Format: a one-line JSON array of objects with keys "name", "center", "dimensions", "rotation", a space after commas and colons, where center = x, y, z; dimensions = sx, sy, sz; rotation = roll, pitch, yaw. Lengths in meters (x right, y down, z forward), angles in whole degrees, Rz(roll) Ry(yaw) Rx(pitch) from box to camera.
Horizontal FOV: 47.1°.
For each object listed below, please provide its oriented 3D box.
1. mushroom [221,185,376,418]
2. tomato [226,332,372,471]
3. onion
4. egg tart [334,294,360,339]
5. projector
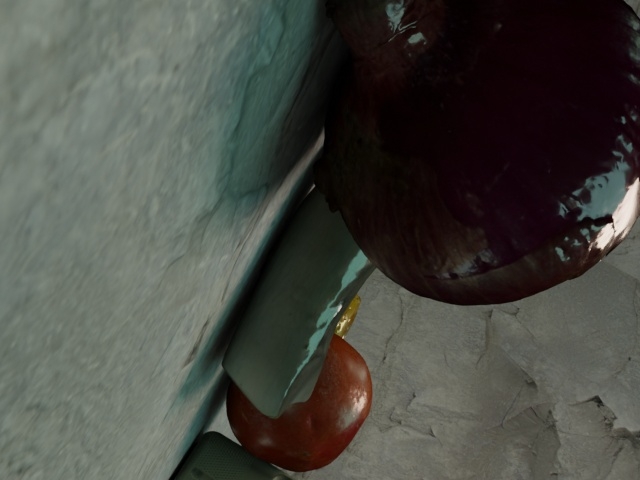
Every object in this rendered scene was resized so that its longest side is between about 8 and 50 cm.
[{"name": "mushroom", "center": [0.012, 0.023, 0.923], "dimensions": [0.397, 0.126, 0.177], "rotation": [-64, 160, 4]}, {"name": "tomato", "center": [-0.033, 0.245, 1.119], "dimensions": [0.232, 0.231, 0.189], "rotation": [-65, -148, 31]}, {"name": "onion", "center": [0.129, -0.129, 0.675], "dimensions": [0.385, 0.347, 0.348], "rotation": [34, 83, -48]}, {"name": "egg tart", "center": [-0.011, 0.150, 1.323], "dimensions": [0.294, 0.123, 0.294], "rotation": [-62, 174, -10]}, {"name": "projector", "center": [-0.122, 0.433, 1.147], "dimensions": [0.163, 0.242, 0.177], "rotation": [-54, 172, -32]}]
